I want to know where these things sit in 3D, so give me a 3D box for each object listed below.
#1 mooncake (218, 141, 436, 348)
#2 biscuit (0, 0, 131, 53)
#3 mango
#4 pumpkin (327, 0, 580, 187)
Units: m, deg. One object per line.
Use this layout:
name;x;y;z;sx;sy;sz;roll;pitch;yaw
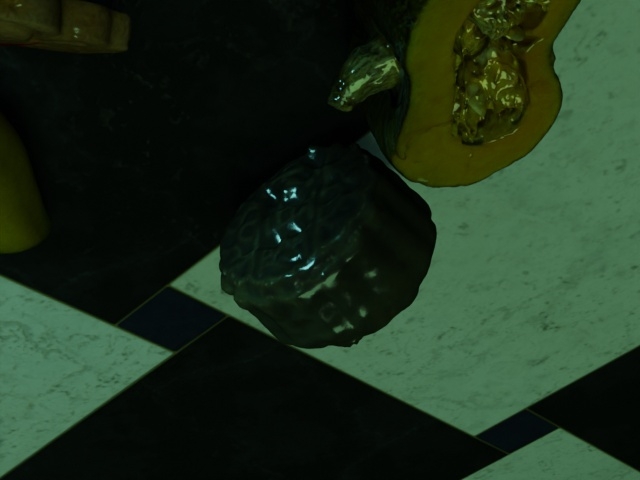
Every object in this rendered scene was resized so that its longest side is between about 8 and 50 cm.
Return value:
mooncake;0.000;0.000;1.062;0.228;0.228;0.124;-27;131;19
biscuit;-0.309;-0.188;0.801;0.334;0.202;0.047;2;97;-43
mango;-0.374;-0.071;0.983;0.177;0.119;0.317;-21;147;8
pumpkin;0.106;-0.179;0.906;0.222;0.139;0.317;-15;152;-5
